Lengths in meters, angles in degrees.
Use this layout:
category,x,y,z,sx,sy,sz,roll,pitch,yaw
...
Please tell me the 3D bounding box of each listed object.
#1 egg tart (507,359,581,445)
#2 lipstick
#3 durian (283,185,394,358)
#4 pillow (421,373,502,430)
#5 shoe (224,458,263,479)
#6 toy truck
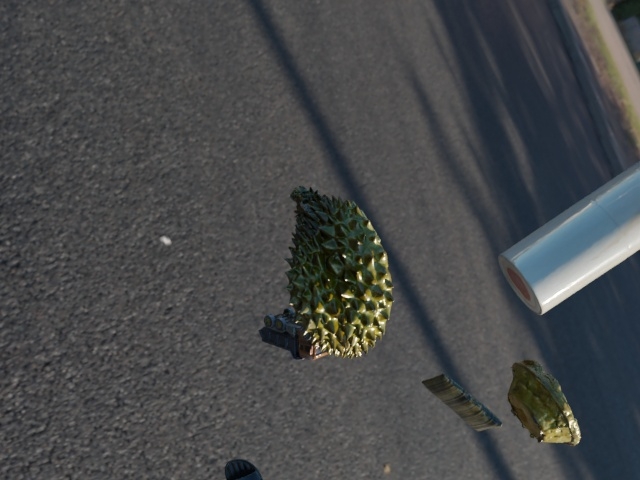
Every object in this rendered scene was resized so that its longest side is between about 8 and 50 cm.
category,x,y,z,sx,sy,sz,roll,pitch,yaw
egg tart,0.473,0.362,1.720,0.213,0.090,0.212,59,-7,13
lipstick,0.369,-0.037,0.939,0.087,0.326,0.087,56,-2,3
durian,0.029,0.045,1.291,0.166,0.172,0.306,3,67,-80
pillow,0.359,0.412,2.014,0.203,0.113,0.038,42,59,-5
shoe,-0.124,0.470,1.422,0.053,0.062,0.159,-48,117,-87
toy truck,-0.058,0.226,1.914,0.083,0.192,0.092,-14,110,-47
